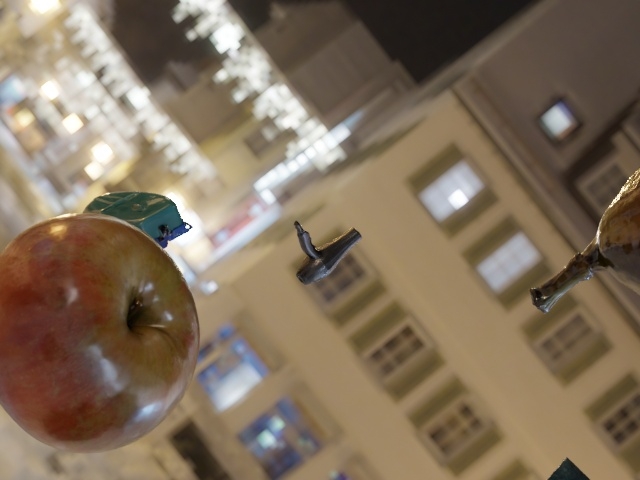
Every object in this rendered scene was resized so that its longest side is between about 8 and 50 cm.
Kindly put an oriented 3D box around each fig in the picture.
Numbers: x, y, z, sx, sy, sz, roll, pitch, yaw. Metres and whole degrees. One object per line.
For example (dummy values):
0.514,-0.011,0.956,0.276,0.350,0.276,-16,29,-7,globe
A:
0.289,0.002,1.484,0.145,0.274,0.170,27,51,-40,fig

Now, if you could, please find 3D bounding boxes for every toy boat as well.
-0.198,0.006,1.885,0.175,0.091,0.110,14,-52,53,toy boat

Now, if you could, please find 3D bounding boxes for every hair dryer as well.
0.000,0.000,1.843,0.031,0.079,0.083,40,-14,40,hair dryer

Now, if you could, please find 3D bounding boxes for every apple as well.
-0.204,0.082,1.576,0.164,0.209,0.209,-15,-58,36,apple

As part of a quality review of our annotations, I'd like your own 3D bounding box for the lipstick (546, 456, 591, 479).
0.214,0.223,1.044,0.234,0.053,0.053,41,-9,12,lipstick
